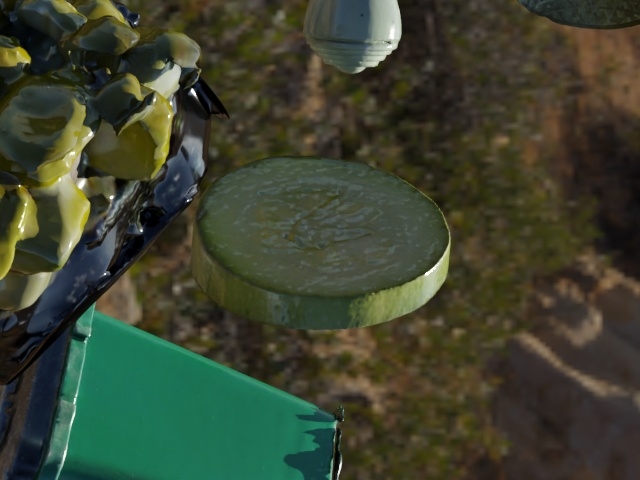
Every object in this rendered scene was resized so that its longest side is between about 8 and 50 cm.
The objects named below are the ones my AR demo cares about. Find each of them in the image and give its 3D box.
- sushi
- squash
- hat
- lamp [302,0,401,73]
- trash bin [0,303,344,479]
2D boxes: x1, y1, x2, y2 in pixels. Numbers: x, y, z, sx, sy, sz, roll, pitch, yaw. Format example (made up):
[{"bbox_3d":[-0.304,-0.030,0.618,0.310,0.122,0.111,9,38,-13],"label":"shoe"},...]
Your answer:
[{"bbox_3d":[-0.269,-0.082,1.300,0.328,0.328,0.285,-44,167,-8],"label":"sushi"},{"bbox_3d":[0.000,0.000,1.745,0.252,0.252,0.049,-31,136,-43],"label":"squash"},{"bbox_3d":[0.259,-0.261,1.737,0.146,0.146,0.067,25,69,-43],"label":"hat"},{"bbox_3d":[0.035,-0.275,1.944,0.106,0.106,0.193,-10,104,-46],"label":"lamp"},{"bbox_3d":[-0.185,0.257,1.971,0.381,0.259,0.295,18,47,-14],"label":"trash bin"}]
